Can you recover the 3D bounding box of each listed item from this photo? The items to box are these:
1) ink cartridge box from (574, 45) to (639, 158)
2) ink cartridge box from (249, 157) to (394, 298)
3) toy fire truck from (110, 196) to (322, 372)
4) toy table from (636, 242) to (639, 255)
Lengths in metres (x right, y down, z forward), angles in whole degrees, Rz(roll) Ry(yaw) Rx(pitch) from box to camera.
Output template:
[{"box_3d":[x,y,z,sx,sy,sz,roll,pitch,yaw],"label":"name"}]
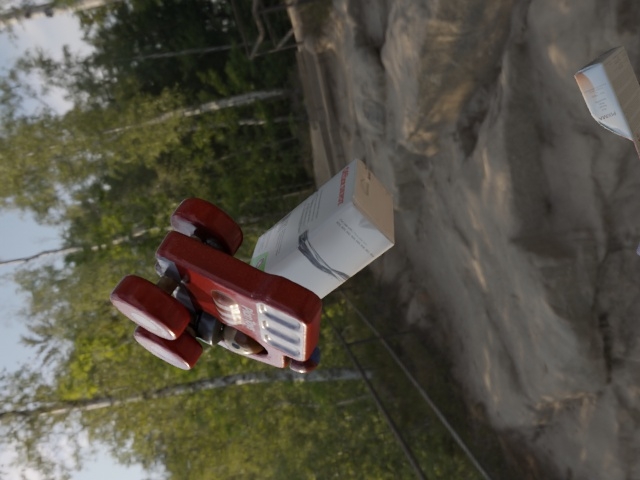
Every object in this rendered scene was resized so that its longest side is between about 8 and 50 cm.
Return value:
[{"box_3d":[0.448,-0.189,0.869,0.145,0.045,0.179,-35,-76,-45],"label":"ink cartridge box"},{"box_3d":[0.000,0.000,1.081,0.115,0.273,0.198,44,-155,-18],"label":"ink cartridge box"},{"box_3d":[-0.118,0.100,0.802,0.169,0.254,0.302,-58,-13,-27],"label":"toy fire truck"},{"box_3d":[0.280,-0.028,0.236,0.252,0.274,0.160,31,105,55],"label":"toy table"}]
